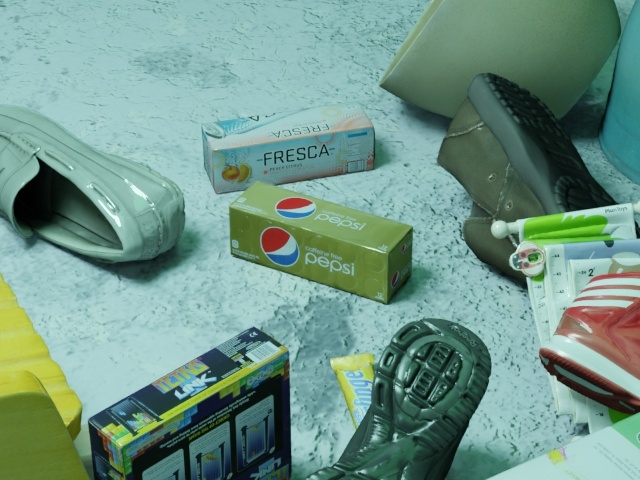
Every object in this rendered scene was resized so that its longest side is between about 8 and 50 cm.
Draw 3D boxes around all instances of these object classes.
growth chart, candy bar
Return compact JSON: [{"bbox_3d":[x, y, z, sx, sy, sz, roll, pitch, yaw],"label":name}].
[{"bbox_3d":[0.263,0.075,1.411,0.172,0.021,0.237,-14,74,-8],"label":"growth chart"},{"bbox_3d":[0.044,0.152,1.413,0.040,0.018,0.161,-7,34,-9],"label":"candy bar"}]

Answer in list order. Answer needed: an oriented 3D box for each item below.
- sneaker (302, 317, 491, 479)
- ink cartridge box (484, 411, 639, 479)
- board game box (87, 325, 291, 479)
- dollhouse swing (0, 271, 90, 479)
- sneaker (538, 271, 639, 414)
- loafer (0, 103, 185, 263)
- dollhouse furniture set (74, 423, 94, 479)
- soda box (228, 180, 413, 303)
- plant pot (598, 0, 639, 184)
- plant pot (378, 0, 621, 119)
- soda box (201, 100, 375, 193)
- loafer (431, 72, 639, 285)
[{"bbox_3d":[0.047,0.202,1.266,0.109,0.130,0.286,30,64,17],"label":"sneaker"},{"bbox_3d":[0.215,0.233,1.221,0.212,0.093,0.154,-18,37,-26],"label":"ink cartridge box"},{"bbox_3d":[-0.100,0.166,1.282,0.170,0.141,0.048,-27,44,-34],"label":"board game box"},{"bbox_3d":[-0.346,-0.011,1.158,0.315,0.305,0.347,-10,37,-29],"label":"dollhouse swing"},{"bbox_3d":[0.307,0.100,1.349,0.221,0.087,0.128,30,74,6],"label":"sneaker"},{"bbox_3d":[-0.289,-0.059,1.652,0.319,0.112,0.111,19,30,26],"label":"loafer"},{"bbox_3d":[-0.312,0.220,1.179,0.356,0.173,0.303,-11,36,-15],"label":"dollhouse furniture set"},{"bbox_3d":[0.000,0.000,1.600,0.181,0.061,0.058,16,37,24],"label":"soda box"},{"bbox_3d":[0.446,-0.212,1.736,0.272,0.255,0.271,-1,34,1],"label":"plant pot"},{"bbox_3d":[0.223,-0.239,1.809,0.191,0.284,0.284,34,37,-4],"label":"plant pot"},{"bbox_3d":[-0.035,-0.103,1.759,0.183,0.058,0.063,-9,35,-13],"label":"soda box"},{"bbox_3d":[0.219,-0.010,1.585,0.134,0.130,0.366,19,32,-33],"label":"loafer"}]
